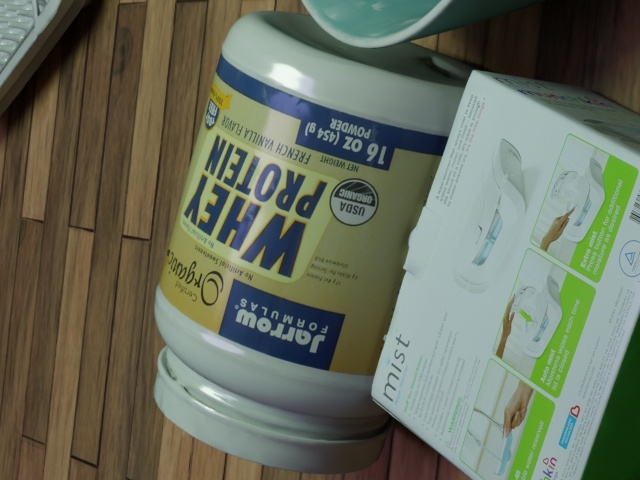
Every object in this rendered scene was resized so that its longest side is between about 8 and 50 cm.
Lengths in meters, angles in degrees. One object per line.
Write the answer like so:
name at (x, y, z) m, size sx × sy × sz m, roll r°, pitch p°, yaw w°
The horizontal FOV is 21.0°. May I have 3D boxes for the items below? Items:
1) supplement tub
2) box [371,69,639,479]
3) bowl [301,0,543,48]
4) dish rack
supplement tub at (0.000, 0.000, 1.351) m, size 0.228 × 0.228 × 0.316 m, roll 35°, pitch 114°, yaw 51°
box at (0.172, 0.044, 1.192) m, size 0.231 × 0.127 × 0.262 m, roll 35°, pitch 114°, yaw 51°
bowl at (0.113, -0.289, 1.275) m, size 0.311 × 0.163 × 0.311 m, roll -7°, pitch 82°, yaw 58°
dish rack at (-0.359, -0.312, 2.029) m, size 0.333 × 0.072 × 0.285 m, roll -42°, pitch 54°, yaw 44°
